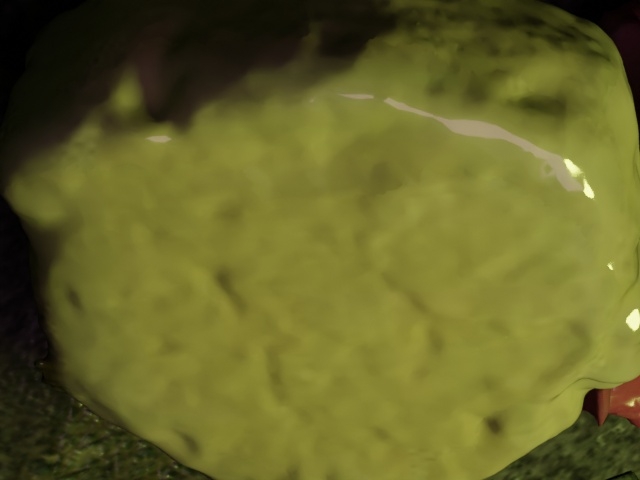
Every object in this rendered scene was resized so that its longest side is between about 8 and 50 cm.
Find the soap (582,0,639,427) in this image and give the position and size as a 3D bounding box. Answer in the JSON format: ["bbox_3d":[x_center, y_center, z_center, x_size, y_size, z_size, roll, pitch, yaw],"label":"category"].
[{"bbox_3d":[0.204,-0.030,1.047,0.182,0.112,0.289,-1,129,-31],"label":"soap"}]

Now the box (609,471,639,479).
[{"bbox_3d":[0.212,0.320,1.295,0.117,0.225,0.225,-18,137,-13],"label":"box"}]

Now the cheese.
[{"bbox_3d":[0.000,0.000,0.907,0.326,0.115,0.318,27,132,-20],"label":"cheese"}]
